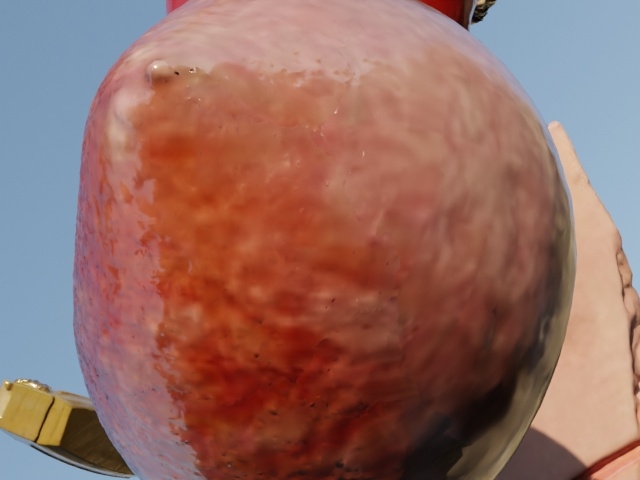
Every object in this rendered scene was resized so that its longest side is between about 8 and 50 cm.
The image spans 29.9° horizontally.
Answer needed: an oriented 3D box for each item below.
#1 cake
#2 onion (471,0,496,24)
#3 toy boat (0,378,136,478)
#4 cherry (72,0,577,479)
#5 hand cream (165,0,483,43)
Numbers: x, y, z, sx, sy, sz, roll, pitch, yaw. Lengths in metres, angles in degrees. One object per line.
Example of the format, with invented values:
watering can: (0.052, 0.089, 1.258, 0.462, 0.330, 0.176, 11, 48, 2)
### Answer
cake: (0.084, 0.080, 0.939, 0.293, 0.314, 0.307, -27, 3, -10)
onion: (0.052, -0.218, 1.487, 0.267, 0.348, 0.159, -57, -37, -61)
toy boat: (-0.207, 0.157, 0.998, 0.200, 0.077, 0.057, 42, -115, -61)
cherry: (0.007, 0.005, 0.479, 0.239, 0.206, 0.239, -159, 90, -87)
hand cream: (0.001, -0.162, 0.706, 0.193, 0.193, 0.125, -16, -68, -42)
